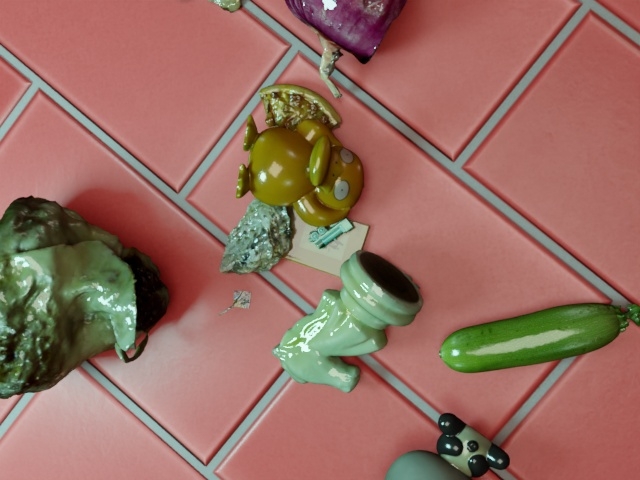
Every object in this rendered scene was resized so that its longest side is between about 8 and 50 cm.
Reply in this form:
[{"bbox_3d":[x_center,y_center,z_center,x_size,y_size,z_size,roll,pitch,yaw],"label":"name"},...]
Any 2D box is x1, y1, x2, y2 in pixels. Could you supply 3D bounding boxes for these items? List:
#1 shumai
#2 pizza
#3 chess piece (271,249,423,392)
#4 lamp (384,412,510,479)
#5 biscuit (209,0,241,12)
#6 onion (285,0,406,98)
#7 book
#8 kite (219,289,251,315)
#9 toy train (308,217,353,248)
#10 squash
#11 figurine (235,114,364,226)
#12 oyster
[{"bbox_3d":[-0.470,0.116,1.608,0.348,0.395,0.395,5,92,-12],"label":"shumai"},{"bbox_3d":[-0.047,-0.240,1.636,0.175,0.046,0.134,14,93,9],"label":"pizza"},{"bbox_3d":[0.046,0.175,1.591,0.176,0.176,0.298,42,110,7],"label":"chess piece"},{"bbox_3d":[0.227,0.458,1.541,0.197,0.198,0.244,34,87,7],"label":"lamp"},{"bbox_3d":[-0.240,-0.536,1.658,0.183,0.061,0.118,14,92,10],"label":"biscuit"},{"bbox_3d":[0.038,-0.468,1.523,0.230,0.256,0.272,32,73,-7],"label":"onion"},{"bbox_3d":[0.000,0.000,1.650,0.172,0.012,0.118,19,94,9],"label":"book"},{"bbox_3d":[-0.176,0.125,1.687,0.078,0.002,0.044,-14,89,9],"label":"kite"},{"bbox_3d":[0.020,-0.020,1.627,0.092,0.029,0.045,-37,94,7],"label":"toy train"},{"bbox_3d":[0.409,0.180,1.542,0.378,0.101,0.101,-12,89,8],"label":"squash"},{"bbox_3d":[-0.039,-0.133,1.571,0.228,0.215,0.215,4,92,20],"label":"figurine"},{"bbox_3d":[-0.127,0.000,1.643,0.125,0.064,0.177,23,97,26],"label":"oyster"}]
